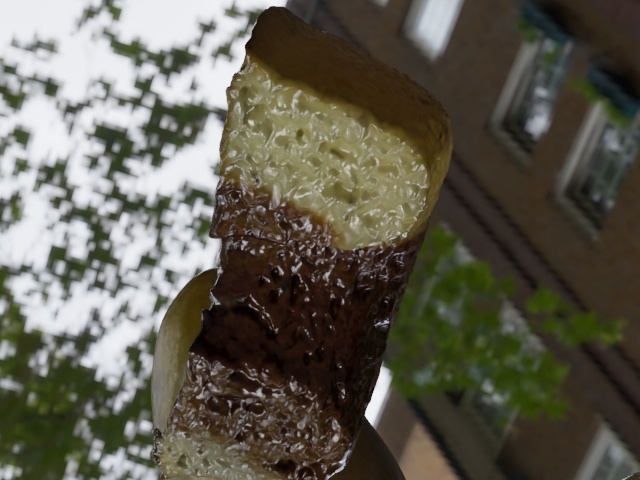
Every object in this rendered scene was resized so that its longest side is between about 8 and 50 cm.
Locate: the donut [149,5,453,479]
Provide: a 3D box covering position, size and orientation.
[{"bbox_3d":[0.000,0.000,0.905,0.112,0.295,0.151,21,-141,5],"label":"donut"}]

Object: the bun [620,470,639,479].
[{"bbox_3d":[0.229,0.241,1.033,0.222,0.222,0.127,0,-161,-36],"label":"bun"}]

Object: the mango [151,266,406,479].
[{"bbox_3d":[-0.037,0.203,1.494,0.199,0.384,0.221,-23,-167,4],"label":"mango"}]
